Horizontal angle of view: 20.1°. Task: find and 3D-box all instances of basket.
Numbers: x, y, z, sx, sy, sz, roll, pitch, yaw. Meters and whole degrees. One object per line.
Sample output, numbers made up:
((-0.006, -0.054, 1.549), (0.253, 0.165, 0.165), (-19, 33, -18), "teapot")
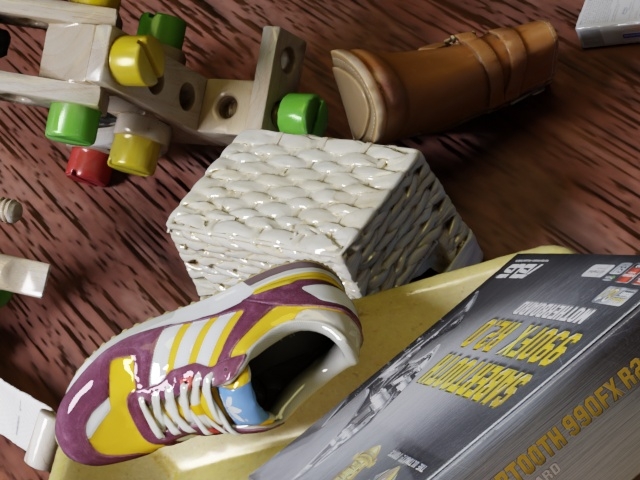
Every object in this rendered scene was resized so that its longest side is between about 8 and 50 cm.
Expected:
((0.000, 0.000, 1.168), (0.167, 0.103, 0.113), (10, 51, 39), "basket")

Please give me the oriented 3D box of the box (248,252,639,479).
((0.070, 0.082, 0.801), (0.183, 0.056, 0.231), (-38, 6, -8), "box")

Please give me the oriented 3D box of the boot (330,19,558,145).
((0.088, -0.113, 1.219), (0.152, 0.073, 0.197), (-17, 2, 2), "boot")

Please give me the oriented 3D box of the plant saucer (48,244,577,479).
((-0.009, 0.176, 0.956), (0.333, 0.081, 0.332), (-17, 37, 24), "plant saucer")

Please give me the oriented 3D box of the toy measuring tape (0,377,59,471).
((-0.300, 0.079, 1.237), (0.121, 0.121, 0.330), (-42, 38, -20), "toy measuring tape")

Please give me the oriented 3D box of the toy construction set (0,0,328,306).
((-0.139, -0.078, 1.265), (0.237, 0.257, 0.309), (12, 58, 25), "toy construction set")

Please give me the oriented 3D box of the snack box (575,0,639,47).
((0.242, -0.208, 1.345), (0.064, 0.022, 0.178), (-4, 42, 30), "snack box")

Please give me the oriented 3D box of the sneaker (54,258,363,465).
((-0.064, 0.078, 0.992), (0.185, 0.069, 0.084), (-31, 28, 5), "sneaker")
